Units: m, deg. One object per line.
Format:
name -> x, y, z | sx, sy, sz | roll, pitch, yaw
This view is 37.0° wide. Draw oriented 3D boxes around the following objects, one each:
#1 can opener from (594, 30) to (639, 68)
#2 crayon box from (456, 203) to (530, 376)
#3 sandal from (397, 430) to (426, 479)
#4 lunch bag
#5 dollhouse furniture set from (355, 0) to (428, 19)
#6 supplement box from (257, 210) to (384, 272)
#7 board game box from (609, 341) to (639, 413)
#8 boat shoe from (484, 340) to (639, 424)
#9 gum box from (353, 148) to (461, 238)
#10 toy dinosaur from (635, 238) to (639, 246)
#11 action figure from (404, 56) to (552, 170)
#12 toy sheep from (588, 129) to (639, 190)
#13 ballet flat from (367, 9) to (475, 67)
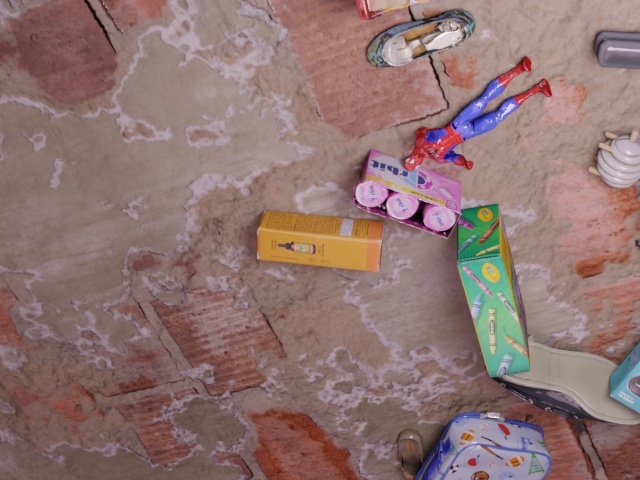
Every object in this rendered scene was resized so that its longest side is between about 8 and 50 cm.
can opener -> 0.576, -0.309, 1.499 | 0.281, 0.074, 0.093 | 1, 121, 8
crayon box -> 0.320, 0.094, 1.766 | 0.081, 0.165, 0.278 | -11, 122, 16
sandal -> 0.210, 0.502, 2.142 | 0.072, 0.049, 0.180 | -8, 123, 14
lunch bag -> 0.340, 0.493, 2.057 | 0.243, 0.115, 0.303 | 12, 126, -13
dollhouse furniture set -> 0.130, -0.525, 1.397 | 0.202, 0.152, 0.373 | -7, 106, 14
supplement box -> 0.000, 0.000, 1.804 | 0.234, 0.080, 0.078 | 5, 125, 3
board game box -> 0.742, 0.221, 1.772 | 0.254, 0.079, 0.336 | 31, 118, 2
boat shoe -> 0.486, 0.293, 1.919 | 0.340, 0.127, 0.113 | 15, 155, -11
gum box -> 0.152, -0.085, 1.701 | 0.189, 0.107, 0.062 | 19, 126, -5
toy dinosaur -> 0.632, -0.015, 1.709 | 0.118, 0.064, 0.268 | -6, 127, 4
action figure -> 0.249, -0.181, 1.607 | 0.280, 0.139, 0.091 | -33, 113, 30
toy sheep -> 0.511, -0.138, 1.624 | 0.091, 0.091, 0.132 | 8, 144, 3
ballet flat -> 0.160, -0.324, 1.559 | 0.189, 0.070, 0.070 | -20, 120, 21
